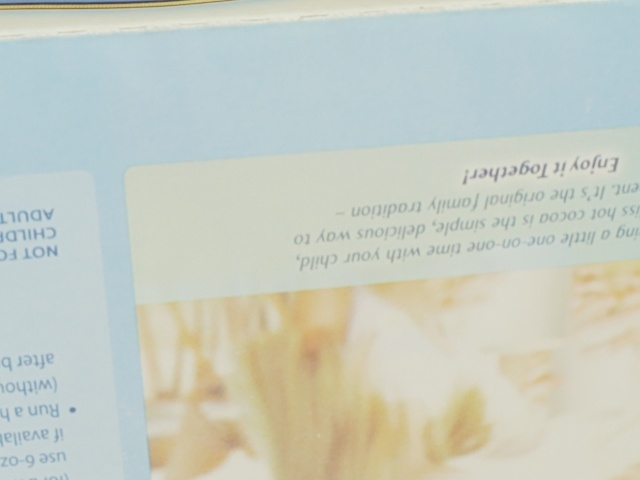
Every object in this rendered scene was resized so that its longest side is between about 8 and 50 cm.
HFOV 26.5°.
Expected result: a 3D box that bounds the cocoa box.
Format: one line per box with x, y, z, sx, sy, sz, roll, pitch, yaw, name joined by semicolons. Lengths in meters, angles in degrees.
0.000;0.000;0.475;0.347;0.231;0.228;-5;-155;-7;cocoa box
